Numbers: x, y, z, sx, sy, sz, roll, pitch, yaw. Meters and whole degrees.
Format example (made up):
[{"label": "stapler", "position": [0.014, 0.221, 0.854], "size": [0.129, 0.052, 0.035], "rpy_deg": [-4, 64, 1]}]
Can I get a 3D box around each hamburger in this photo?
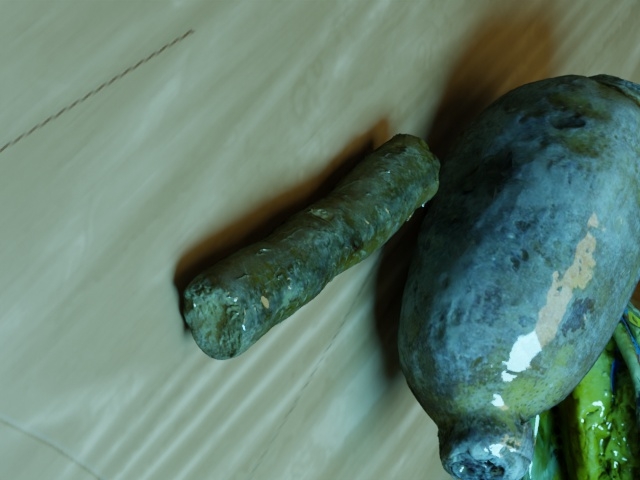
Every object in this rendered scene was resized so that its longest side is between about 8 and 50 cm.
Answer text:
[{"label": "hamburger", "position": [0.226, 0.137, 1.443], "size": [0.276, 0.150, 0.260], "rpy_deg": [-91, 171, -45]}]

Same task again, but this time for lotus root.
[{"label": "lotus root", "position": [0.148, 0.015, 1.283], "size": [0.175, 0.175, 0.349], "rpy_deg": [55, 52, -44]}]

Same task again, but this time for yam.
[{"label": "yam", "position": [0.000, 0.000, 1.167], "size": [0.253, 0.061, 0.061], "rpy_deg": [-38, 125, -47]}]
